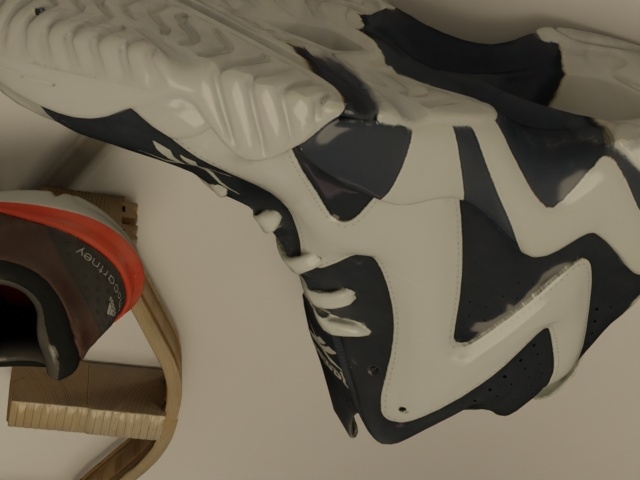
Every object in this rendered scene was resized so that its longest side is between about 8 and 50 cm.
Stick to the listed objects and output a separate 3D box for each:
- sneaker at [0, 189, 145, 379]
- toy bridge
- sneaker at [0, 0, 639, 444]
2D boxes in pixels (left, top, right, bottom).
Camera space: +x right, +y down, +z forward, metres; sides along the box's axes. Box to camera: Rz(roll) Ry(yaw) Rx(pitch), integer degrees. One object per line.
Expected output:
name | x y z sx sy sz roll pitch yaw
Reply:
sneaker | -0.138 0.012 0.480 0.158 0.065 0.061 3 129 15
toy bridge | -0.085 0.060 0.574 0.063 0.026 0.188 6 132 -12
sneaker | 0.000 0.000 0.477 0.235 0.094 0.153 6 125 -24
